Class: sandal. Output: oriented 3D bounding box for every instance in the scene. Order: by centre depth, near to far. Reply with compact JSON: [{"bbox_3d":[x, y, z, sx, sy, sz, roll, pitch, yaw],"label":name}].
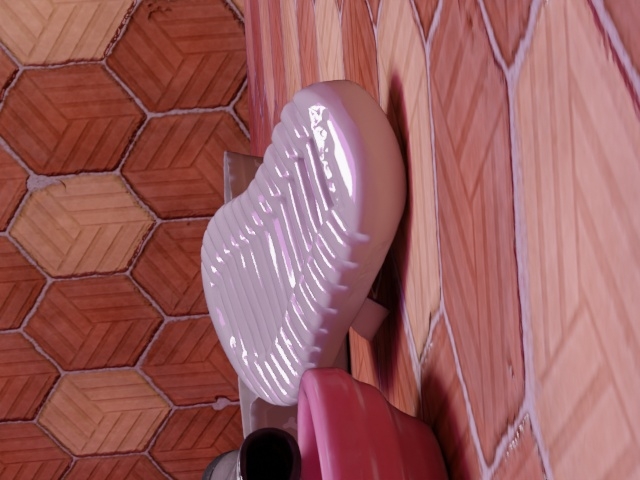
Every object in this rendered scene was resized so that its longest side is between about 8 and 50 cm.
[{"bbox_3d":[0.005,0.014,1.400,0.416,0.102,0.169,127,125,-64],"label":"sandal"}]

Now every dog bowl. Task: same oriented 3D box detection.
[{"bbox_3d":[-0.036,0.078,1.901,0.349,0.102,0.349,175,90,-85],"label":"dog bowl"}]

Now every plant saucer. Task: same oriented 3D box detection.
[{"bbox_3d":[0.041,0.245,1.196,0.332,0.084,0.332,175,90,-86],"label":"plant saucer"}]

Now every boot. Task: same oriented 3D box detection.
[{"bbox_3d":[-0.043,0.256,1.280,0.161,0.083,0.246,138,125,-77],"label":"boot"}]
